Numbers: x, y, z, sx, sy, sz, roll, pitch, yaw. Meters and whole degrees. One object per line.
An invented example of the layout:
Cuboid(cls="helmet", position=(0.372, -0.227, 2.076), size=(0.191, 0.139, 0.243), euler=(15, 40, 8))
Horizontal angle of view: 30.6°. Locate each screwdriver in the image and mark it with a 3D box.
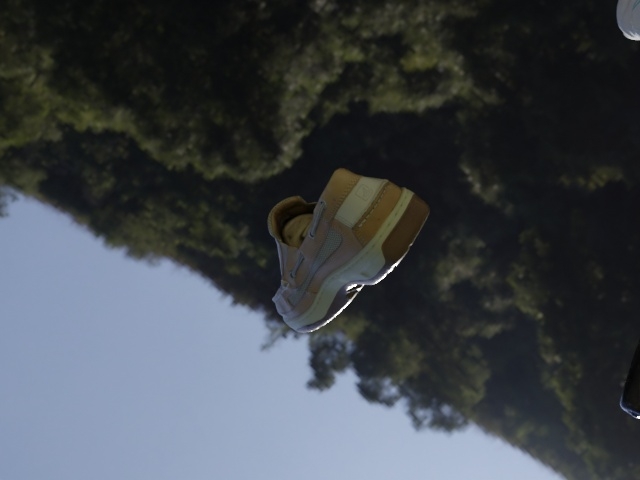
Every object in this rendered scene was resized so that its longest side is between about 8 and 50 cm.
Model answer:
Cuboid(cls="screwdriver", position=(0.195, 0.014, 0.599), size=(0.025, 0.170, 0.024), euler=(32, 168, -15))

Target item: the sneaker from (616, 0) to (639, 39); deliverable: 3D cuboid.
Cuboid(cls="sneaker", position=(0.250, -0.206, 0.817), size=(0.054, 0.152, 0.061), euler=(-17, -147, -22))

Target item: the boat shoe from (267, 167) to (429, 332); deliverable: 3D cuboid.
Cuboid(cls="boat shoe", position=(0.000, 0.000, 0.725), size=(0.072, 0.190, 0.068), euler=(33, -120, -6))
